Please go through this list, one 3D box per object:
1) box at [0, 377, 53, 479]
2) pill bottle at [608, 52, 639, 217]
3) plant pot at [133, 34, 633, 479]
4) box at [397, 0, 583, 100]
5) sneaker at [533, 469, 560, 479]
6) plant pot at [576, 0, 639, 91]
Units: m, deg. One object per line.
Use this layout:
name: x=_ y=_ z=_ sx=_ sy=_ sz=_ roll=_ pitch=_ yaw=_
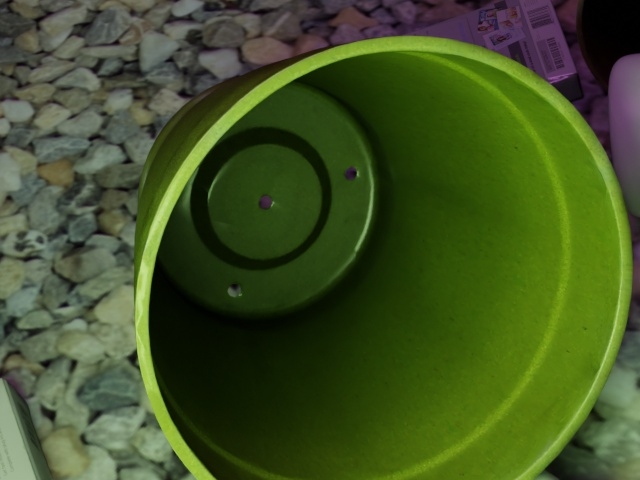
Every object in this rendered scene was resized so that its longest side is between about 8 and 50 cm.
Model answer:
box: x=-0.388 y=0.294 z=1.217 sx=0.322 sy=0.058 sz=0.232 roll=-32 pitch=46 yaw=-2
pill bottle: x=0.386 y=-0.101 z=1.140 sx=0.264 sy=0.146 sz=0.146 roll=-5 pitch=51 yaw=20
plant pot: x=0.000 y=0.000 z=1.084 sx=0.366 sy=0.366 sz=0.353 roll=-35 pitch=22 yaw=-7
box: x=0.162 y=-0.177 z=1.379 sx=0.186 sy=0.038 sz=0.145 roll=-17 pitch=47 yaw=9
sneaker: x=0.082 y=0.278 z=1.006 sx=0.297 sy=0.111 sz=0.129 roll=-38 pitch=35 yaw=-18
plant pot: x=0.355 y=-0.264 z=1.272 sx=0.215 sy=0.215 sz=0.230 roll=-8 pitch=36 yaw=18
